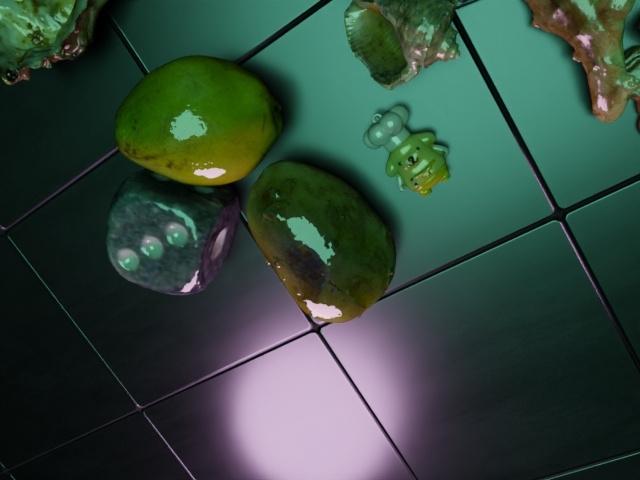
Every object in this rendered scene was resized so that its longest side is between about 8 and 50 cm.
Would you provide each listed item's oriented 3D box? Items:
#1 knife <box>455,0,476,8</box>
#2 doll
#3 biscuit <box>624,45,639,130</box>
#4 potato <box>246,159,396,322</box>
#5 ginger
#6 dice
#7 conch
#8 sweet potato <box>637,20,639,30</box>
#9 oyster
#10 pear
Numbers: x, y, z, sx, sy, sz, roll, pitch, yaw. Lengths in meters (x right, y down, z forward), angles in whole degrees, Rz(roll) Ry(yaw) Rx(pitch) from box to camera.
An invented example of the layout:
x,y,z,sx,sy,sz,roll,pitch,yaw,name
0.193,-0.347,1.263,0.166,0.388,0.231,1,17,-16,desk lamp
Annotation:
x,y,z,sx,sy,sz,roll,pitch,yaw,name
0.245,-0.381,0.820,0.121,0.018,0.031,-19,107,17,knife
0.142,-0.148,0.907,0.106,0.062,0.162,-41,96,18,doll
0.565,-0.248,0.784,0.291,0.041,0.208,-1,109,13,biscuit
0.000,0.000,0.936,0.210,0.173,0.307,-34,102,24,potato
0.368,-0.322,0.763,0.148,0.081,0.333,-14,106,42,ginger
-0.260,-0.022,0.981,0.183,0.181,0.182,18,113,4,dice
0.113,-0.312,0.815,0.207,0.130,0.155,34,101,14,conch
0.494,-0.280,0.746,0.117,0.049,0.049,37,114,11,sweet potato
-0.438,-0.411,0.904,0.337,0.133,0.197,-32,99,19,oyster
-0.197,-0.192,0.890,0.269,0.212,0.212,-9,108,2,pear
